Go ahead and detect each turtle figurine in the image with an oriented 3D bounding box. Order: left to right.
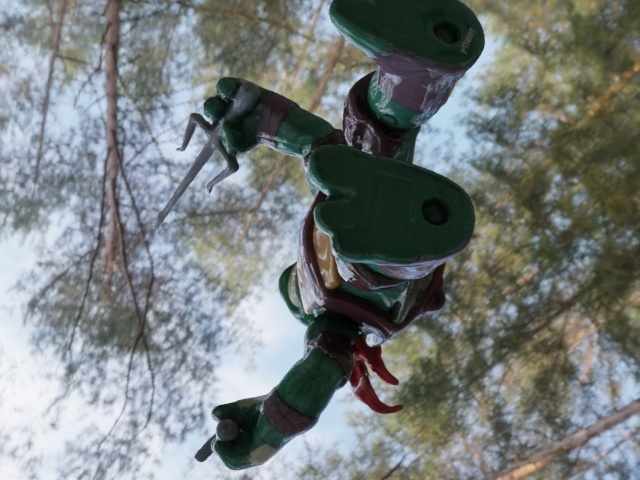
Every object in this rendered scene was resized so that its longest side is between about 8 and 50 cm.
[{"bbox_3d":[0.000,0.000,0.426,0.118,0.234,0.175,-4,-112,-18],"label":"turtle figurine"}]
